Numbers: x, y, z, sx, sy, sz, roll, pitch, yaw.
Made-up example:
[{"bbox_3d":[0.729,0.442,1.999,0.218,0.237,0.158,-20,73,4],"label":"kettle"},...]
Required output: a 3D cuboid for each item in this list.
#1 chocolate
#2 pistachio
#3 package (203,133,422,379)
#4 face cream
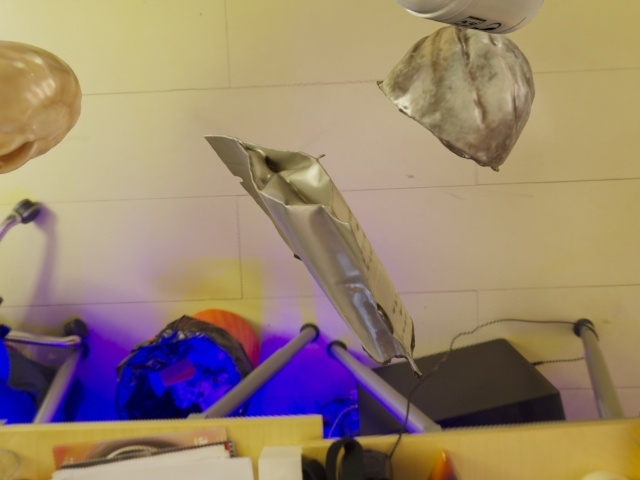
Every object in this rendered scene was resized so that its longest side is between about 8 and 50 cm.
[{"bbox_3d":[0.284,-0.300,1.128,0.303,0.303,0.213,35,113,-2],"label":"chocolate"},{"bbox_3d":[-0.531,-0.209,0.899,0.317,0.193,0.214,-4,68,-5],"label":"pistachio"},{"bbox_3d":[0.000,0.000,0.550,0.062,0.251,0.204,-38,130,-10],"label":"package"},{"bbox_3d":[0.170,-0.378,0.816,0.145,0.369,0.146,12,108,44],"label":"face cream"}]
